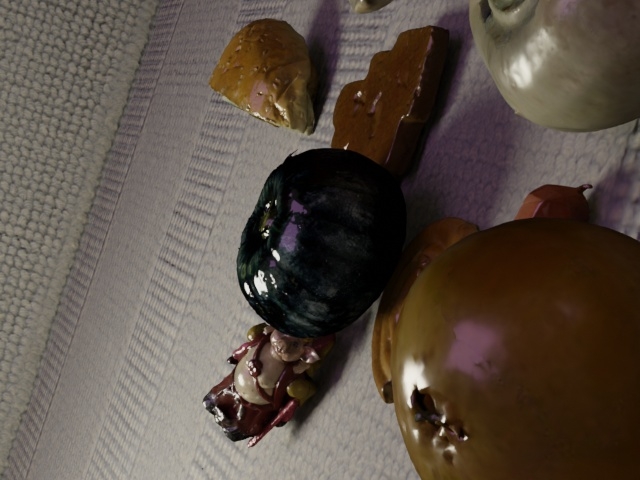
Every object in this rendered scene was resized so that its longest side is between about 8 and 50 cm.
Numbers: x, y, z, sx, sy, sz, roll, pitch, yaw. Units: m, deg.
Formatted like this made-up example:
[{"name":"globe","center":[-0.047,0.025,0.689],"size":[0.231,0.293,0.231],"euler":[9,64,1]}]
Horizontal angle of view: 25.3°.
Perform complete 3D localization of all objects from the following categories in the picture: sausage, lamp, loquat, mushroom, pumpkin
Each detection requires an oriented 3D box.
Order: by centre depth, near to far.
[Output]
[{"name":"loquat","center":[0.181,0.111,1.101],"size":[0.263,0.263,0.263],"euler":[-51,29,43]},{"name":"mushroom","center":[0.223,-0.228,1.255],"size":[0.356,0.315,0.315],"euler":[-36,23,-3]},{"name":"sausage","center":[0.203,0.018,1.349],"size":[0.065,0.065,0.169],"euler":[-137,66,-68]},{"name":"pumpkin","center":[0.000,0.000,1.664],"size":[0.233,0.163,0.233],"euler":[-57,20,33]},{"name":"lamp","center":[-0.045,0.150,1.797],"size":[0.253,0.118,0.118],"euler":[-47,31,33]}]

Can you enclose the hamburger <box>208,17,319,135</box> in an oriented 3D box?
[{"name":"hamburger","center":[-0.075,-0.249,2.177],"size":[0.155,0.135,0.208],"euler":[-68,23,16]}]

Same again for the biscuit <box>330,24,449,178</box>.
[{"name":"biscuit","center":[0.087,-0.152,1.811],"size":[0.301,0.043,0.278],"euler":[-52,27,42]}]

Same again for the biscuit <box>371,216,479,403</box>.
[{"name":"biscuit","center":[0.106,0.060,1.600],"size":[0.224,0.033,0.144],"euler":[-62,23,22]}]
